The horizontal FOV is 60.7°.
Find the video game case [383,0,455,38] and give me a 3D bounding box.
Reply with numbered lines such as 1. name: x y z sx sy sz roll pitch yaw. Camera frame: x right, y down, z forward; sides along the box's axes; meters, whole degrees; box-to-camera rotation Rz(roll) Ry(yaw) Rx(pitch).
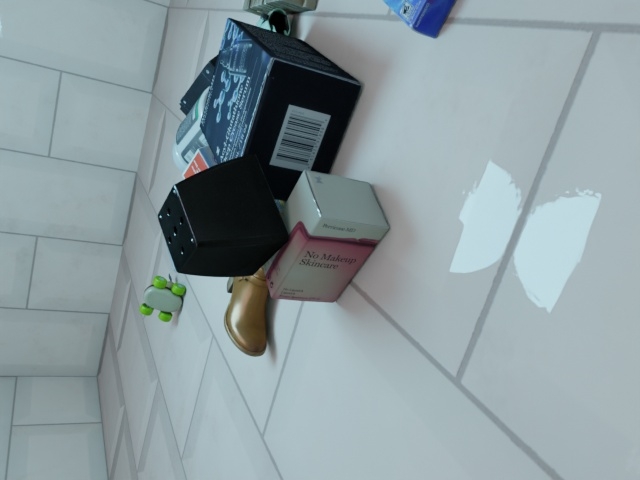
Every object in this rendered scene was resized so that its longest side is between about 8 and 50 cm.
1. video game case: 0.189 -0.524 0.930 0.269 0.061 0.244 -62 33 33

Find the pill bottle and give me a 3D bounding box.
1. pill bottle: -0.321 -0.319 1.663 0.361 0.204 0.204 -21 64 58

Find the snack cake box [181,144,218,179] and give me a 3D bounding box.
1. snack cake box: -0.258 -0.116 1.492 0.264 0.089 0.152 59 144 4

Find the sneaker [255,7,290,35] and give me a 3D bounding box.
1. sneaker: -0.146 -0.499 1.484 0.151 0.094 0.256 -170 86 -69

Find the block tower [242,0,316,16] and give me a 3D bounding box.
1. block tower: -0.114 -0.672 1.489 0.335 0.097 0.091 32 112 58

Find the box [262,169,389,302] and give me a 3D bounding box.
1. box: 0.000 0.000 1.049 0.232 0.148 0.127 -58 37 38

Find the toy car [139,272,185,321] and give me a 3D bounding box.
1. toy car: -0.622 0.203 2.167 0.155 0.149 0.188 -61 21 12

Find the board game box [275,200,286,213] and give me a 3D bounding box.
1. board game box: -0.158 -0.075 1.355 0.186 0.026 0.126 -12 72 15

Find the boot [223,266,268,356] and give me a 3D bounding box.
1. boot: -0.152 0.123 1.367 0.220 0.109 0.283 -54 31 34

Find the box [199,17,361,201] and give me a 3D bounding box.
1. box: -0.116 -0.310 1.278 0.395 0.212 0.294 56 132 52

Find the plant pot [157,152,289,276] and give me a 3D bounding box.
1. plant pot: -0.199 -0.034 1.036 0.187 0.167 0.188 -41 66 50

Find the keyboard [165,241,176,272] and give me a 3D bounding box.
1. keyboard: -0.636 0.040 2.354 0.072 0.014 0.256 -64 33 20

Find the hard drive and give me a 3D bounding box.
1. hard drive: -0.300 -0.518 1.690 0.237 0.064 0.339 -48 16 -28
